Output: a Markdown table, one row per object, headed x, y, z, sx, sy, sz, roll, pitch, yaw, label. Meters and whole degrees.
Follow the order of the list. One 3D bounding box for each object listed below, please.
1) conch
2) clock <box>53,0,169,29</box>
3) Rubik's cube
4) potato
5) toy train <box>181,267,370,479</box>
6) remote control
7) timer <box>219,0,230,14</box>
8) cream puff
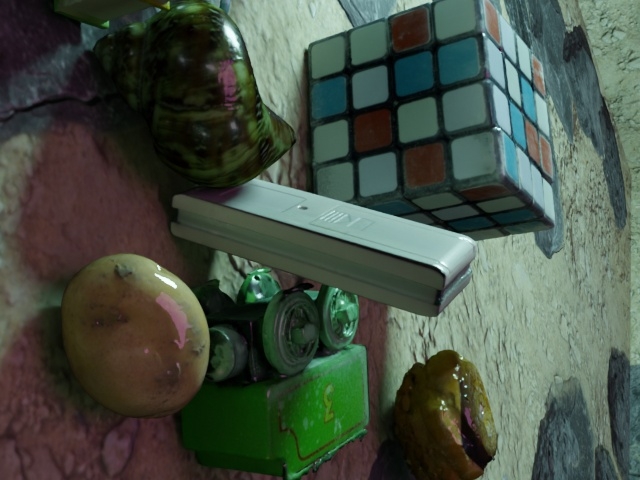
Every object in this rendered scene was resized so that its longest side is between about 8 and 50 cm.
| x | y | z | sx | sy | sz | roll | pitch | yaw | label |
| --- | --- | --- | --- | --- | --- | --- | --- | --- | --- |
| -0.118 | -0.131 | 0.802 | 0.124 | 0.187 | 0.181 | -39 | 94 | -17 | conch |
| -0.128 | -0.308 | 0.693 | 0.106 | 0.255 | 0.220 | 5 | 79 | -59 | clock |
| 0.152 | -0.141 | 1.144 | 0.259 | 0.256 | 0.253 | 25 | 59 | -56 | Rubik's cube |
| -0.149 | 0.081 | 0.687 | 0.147 | 0.112 | 0.112 | 65 | 32 | -18 | potato |
| -0.041 | 0.127 | 0.847 | 0.243 | 0.132 | 0.188 | -9 | 97 | -62 | toy train |
| 0.000 | 0.000 | 0.813 | 0.103 | 0.277 | 0.056 | -31 | 133 | -60 | remote control |
| -0.104 | -0.350 | 0.900 | 0.255 | 0.175 | 0.175 | -59 | 139 | -10 | timer |
| 0.166 | 0.250 | 1.175 | 0.189 | 0.129 | 0.189 | 49 | 32 | -45 | cream puff |
